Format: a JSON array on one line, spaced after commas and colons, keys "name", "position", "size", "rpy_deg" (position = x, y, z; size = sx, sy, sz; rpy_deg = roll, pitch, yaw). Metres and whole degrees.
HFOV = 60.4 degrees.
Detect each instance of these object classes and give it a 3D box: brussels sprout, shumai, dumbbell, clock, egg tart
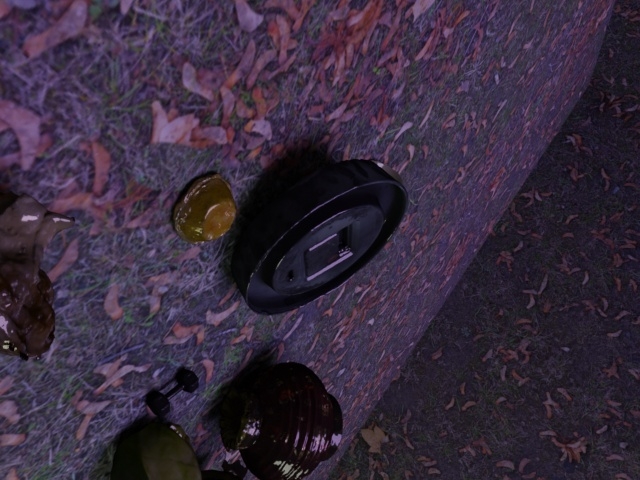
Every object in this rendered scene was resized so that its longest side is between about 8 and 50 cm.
[{"name": "brussels sprout", "position": [-0.259, 0.377, 0.869], "size": [0.132, 0.145, 0.183], "rpy_deg": [-24, 143, -8]}, {"name": "shumai", "position": [-0.253, 0.019, 0.441], "size": [0.116, 0.146, 0.145], "rpy_deg": [-55, 159, -32]}, {"name": "dumbbell", "position": [-0.232, 0.239, 0.865], "size": [0.083, 0.040, 0.035], "rpy_deg": [-36, 117, -42]}, {"name": "clock", "position": [0.002, 0.001, 0.880], "size": [0.313, 0.061, 0.312], "rpy_deg": [-30, 155, -16]}, {"name": "egg tart", "position": [-0.141, -0.034, 0.700], "size": [0.105, 0.039, 0.105], "rpy_deg": [-42, 152, -28]}]

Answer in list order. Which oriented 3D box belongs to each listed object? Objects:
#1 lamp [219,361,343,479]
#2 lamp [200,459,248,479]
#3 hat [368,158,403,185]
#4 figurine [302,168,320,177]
[{"name": "lamp", "position": [-0.081, 0.360, 1.095], "size": [0.247, 0.247, 0.246], "rpy_deg": [-44, 153, -29]}, {"name": "lamp", "position": [-0.206, 0.549, 1.064], "size": [0.284, 0.251, 0.250], "rpy_deg": [-65, 169, -48]}, {"name": "hat", "position": [0.085, -0.078, 1.070], "size": [0.123, 0.081, 0.165], "rpy_deg": [19, 87, -27]}, {"name": "figurine", "position": [0.014, -0.079, 0.909], "size": [0.075, 0.068, 0.140], "rpy_deg": [-55, 159, 2]}]
